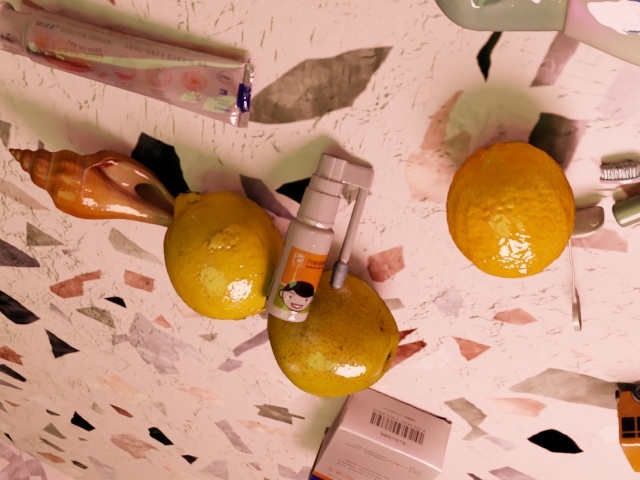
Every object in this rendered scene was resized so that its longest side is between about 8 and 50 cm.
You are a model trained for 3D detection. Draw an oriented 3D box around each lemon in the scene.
[{"bbox_3d":[-0.137,0.018,0.913,0.173,0.173,0.206,-22,108,38],"label":"lemon"},{"bbox_3d":[0.215,-0.028,0.736,0.142,0.142,0.187,-3,138,26],"label":"lemon"}]

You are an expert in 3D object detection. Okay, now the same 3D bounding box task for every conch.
[{"bbox_3d":[-0.292,-0.069,0.958,0.330,0.109,0.093,22,-179,-29],"label":"conch"}]

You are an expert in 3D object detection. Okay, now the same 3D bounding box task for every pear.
[{"bbox_3d":[0.018,0.139,0.954,0.198,0.198,0.198,12,137,12],"label":"pear"}]

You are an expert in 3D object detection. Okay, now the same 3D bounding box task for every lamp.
[{"bbox_3d":[0.336,0.042,0.820,0.056,0.050,0.198,-3,131,24],"label":"lamp"}]

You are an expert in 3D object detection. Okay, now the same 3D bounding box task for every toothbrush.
[{"bbox_3d":[0.433,-0.089,0.667,0.269,0.021,0.027,-8,135,29],"label":"toothbrush"}]

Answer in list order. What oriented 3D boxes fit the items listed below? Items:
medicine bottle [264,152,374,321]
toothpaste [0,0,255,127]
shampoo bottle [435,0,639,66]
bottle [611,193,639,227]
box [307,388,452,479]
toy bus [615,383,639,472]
[{"bbox_3d":[0.000,0.000,0.844,0.092,0.061,0.220,16,101,-8],"label":"medicine bottle"},{"bbox_3d":[-0.240,-0.221,0.797,0.323,0.066,0.100,17,137,0],"label":"toothpaste"},{"bbox_3d":[0.253,-0.236,0.500,0.350,0.151,0.221,7,138,18],"label":"shampoo bottle"},{"bbox_3d":[0.377,-0.043,0.731,0.083,0.030,0.030,-28,118,40],"label":"bottle"},{"bbox_3d":[0.105,0.427,1.269,0.200,0.106,0.299,23,137,3],"label":"box"},{"bbox_3d":[0.536,0.267,0.914,0.201,0.114,0.098,-14,127,34],"label":"toy bus"}]
